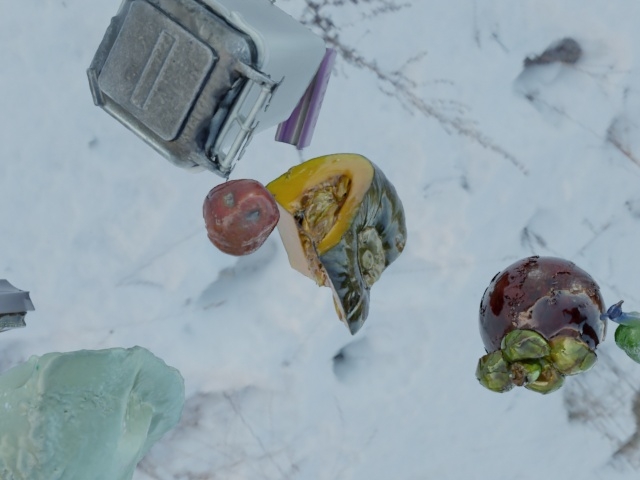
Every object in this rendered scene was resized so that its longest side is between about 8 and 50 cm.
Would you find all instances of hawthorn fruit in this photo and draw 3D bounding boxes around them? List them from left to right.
[{"bbox_3d":[-0.086,-0.029,1.106,0.093,0.093,0.093,-17,135,-18],"label":"hawthorn fruit"}]

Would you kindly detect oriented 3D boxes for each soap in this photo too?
[{"bbox_3d":[-0.028,-0.285,1.946,0.065,0.122,0.203,18,101,3],"label":"soap"}]

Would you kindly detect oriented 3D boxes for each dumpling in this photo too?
[{"bbox_3d":[-0.181,0.159,0.714,0.152,0.108,0.219,20,128,-20],"label":"dumpling"}]

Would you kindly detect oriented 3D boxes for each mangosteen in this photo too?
[{"bbox_3d":[0.270,0.111,1.225,0.166,0.180,0.166,13,139,12],"label":"mangosteen"}]

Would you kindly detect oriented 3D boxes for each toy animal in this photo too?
[{"bbox_3d":[0.386,0.118,1.146,0.075,0.041,0.217,-18,146,23],"label":"toy animal"}]

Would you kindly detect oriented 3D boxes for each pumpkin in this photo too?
[{"bbox_3d":[-0.001,-0.001,1.345,0.190,0.280,0.139,-4,121,28],"label":"pumpkin"}]

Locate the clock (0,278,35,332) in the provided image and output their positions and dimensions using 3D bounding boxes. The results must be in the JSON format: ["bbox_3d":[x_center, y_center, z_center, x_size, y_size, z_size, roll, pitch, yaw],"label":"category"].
[{"bbox_3d":[-0.572,0.116,1.445,0.253,0.083,0.186,-16,173,24],"label":"clock"}]

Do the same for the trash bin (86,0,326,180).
[{"bbox_3d":[-0.147,-0.270,1.586,0.256,0.296,0.367,-60,165,23],"label":"trash bin"}]
